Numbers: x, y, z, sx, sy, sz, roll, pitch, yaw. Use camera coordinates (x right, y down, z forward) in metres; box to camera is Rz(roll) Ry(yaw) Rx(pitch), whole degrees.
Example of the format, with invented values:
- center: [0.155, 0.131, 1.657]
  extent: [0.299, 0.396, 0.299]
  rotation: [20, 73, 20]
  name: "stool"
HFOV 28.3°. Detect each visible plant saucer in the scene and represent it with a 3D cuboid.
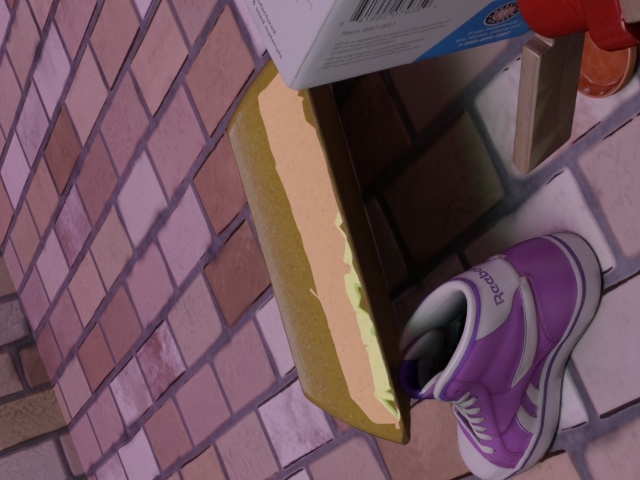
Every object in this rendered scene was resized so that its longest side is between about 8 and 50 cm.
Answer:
- center: [0.000, 0.000, 1.137]
  extent: [0.333, 0.081, 0.332]
  rotation: [-41, -64, -84]
  name: "plant saucer"
- center: [0.201, -0.146, 0.929]
  extent: [0.083, 0.013, 0.083]
  rotation: [39, 137, 48]
  name: "plant saucer"

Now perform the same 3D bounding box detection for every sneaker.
- center: [0.122, 0.118, 1.071]
  extent: [0.102, 0.161, 0.282]
  rotation: [47, 145, 38]
  name: "sneaker"

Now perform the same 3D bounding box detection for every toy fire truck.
- center: [0.205, -0.135, 0.706]
  extent: [0.246, 0.217, 0.158]
  rotation: [-4, 103, 63]
  name: "toy fire truck"

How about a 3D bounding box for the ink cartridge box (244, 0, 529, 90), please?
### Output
- center: [0.092, -0.253, 0.840]
  extent: [0.129, 0.223, 0.307]
  rotation: [64, 151, 18]
  name: "ink cartridge box"
